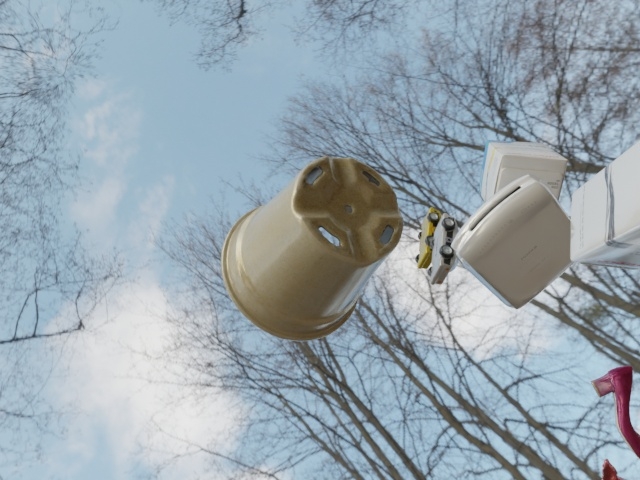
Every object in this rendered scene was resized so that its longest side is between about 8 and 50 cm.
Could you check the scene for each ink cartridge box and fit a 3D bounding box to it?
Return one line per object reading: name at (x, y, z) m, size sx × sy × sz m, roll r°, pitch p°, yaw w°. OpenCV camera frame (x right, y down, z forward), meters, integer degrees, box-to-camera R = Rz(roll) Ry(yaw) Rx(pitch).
ink cartridge box at (0.458, -0.043, 0.652) m, size 0.198 × 0.273 × 0.114 m, roll 7°, pitch -104°, yaw 2°
ink cartridge box at (0.557, -0.177, 1.509) m, size 0.171 × 0.232 × 0.168 m, roll 6°, pitch -69°, yaw 6°

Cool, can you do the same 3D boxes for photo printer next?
photo printer at (0.464, 0.005, 1.263) m, size 0.256 × 0.107 × 0.307 m, roll -44°, pitch -51°, yaw 11°

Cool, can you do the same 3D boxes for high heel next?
high heel at (0.853, 0.469, 1.465) m, size 0.117 × 0.244 × 0.082 m, roll -29°, pitch -22°, yaw 14°

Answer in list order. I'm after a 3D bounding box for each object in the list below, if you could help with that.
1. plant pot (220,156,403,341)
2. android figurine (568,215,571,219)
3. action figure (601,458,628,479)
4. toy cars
plant pot at (0.000, 0.000, 1.088) m, size 0.334 × 0.305 × 0.334 m, roll 12°, pitch -120°, yaw -21°
android figurine at (0.828, -0.042, 1.557) m, size 0.248 × 0.273 × 0.056 m, roll 8°, pitch -89°, yaw 16°
action figure at (0.469, 0.549, 0.863) m, size 0.248 × 0.276 × 0.370 m, roll 19°, pitch -118°, yaw -27°
toy cars at (0.334, 0.014, 1.464) m, size 0.087 × 0.393 × 0.176 m, roll 15°, pitch -82°, yaw 0°
